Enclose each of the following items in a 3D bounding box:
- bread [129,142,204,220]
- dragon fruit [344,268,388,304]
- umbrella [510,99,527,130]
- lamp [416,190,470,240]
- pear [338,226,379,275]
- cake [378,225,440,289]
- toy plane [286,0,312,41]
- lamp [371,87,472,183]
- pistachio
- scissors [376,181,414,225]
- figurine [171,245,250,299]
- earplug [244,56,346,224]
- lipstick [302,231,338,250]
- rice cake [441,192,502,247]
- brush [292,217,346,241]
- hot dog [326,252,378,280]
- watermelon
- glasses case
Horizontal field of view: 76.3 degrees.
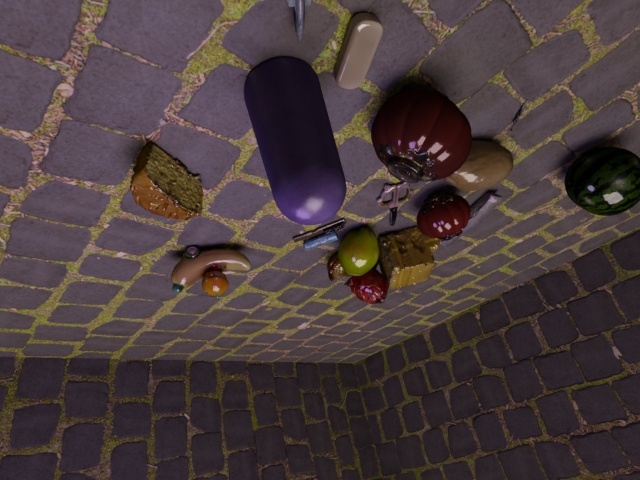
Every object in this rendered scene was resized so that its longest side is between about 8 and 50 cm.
[{"bbox_3d":[-0.493,-0.164,1.269,0.147,0.160,0.261,-16,154,20],"label":"bread"},{"bbox_3d":[0.231,0.215,1.943,0.172,0.210,0.172,-46,154,-30],"label":"dragon fruit"},{"bbox_3d":[0.687,-0.436,1.415,0.013,0.022,0.122,13,137,4],"label":"umbrella"},{"bbox_3d":[0.521,-0.097,1.719,0.227,0.226,0.226,-10,150,-6],"label":"lamp"},{"bbox_3d":[0.174,0.042,1.854,0.188,0.187,0.219,0,112,-22],"label":"pear"},{"bbox_3d":[0.436,0.078,1.969,0.286,0.222,0.227,-11,151,-5],"label":"cake"},{"bbox_3d":[-0.047,-0.556,0.863,0.213,0.088,0.267,-9,157,-6],"label":"toy plane"},{"bbox_3d":[0.301,-0.308,1.226,0.303,0.256,0.303,24,168,5],"label":"lamp"},{"bbox_3d":[0.565,-0.275,1.500,0.293,0.181,0.162,-5,-174,-8],"label":"pistachio"},{"bbox_3d":[0.314,-0.148,1.739,0.160,0.024,0.317,-14,150,-3],"label":"scissors"},{"bbox_3d":[-0.455,0.132,1.703,0.325,0.222,0.124,-7,147,-10],"label":"figurine"},{"bbox_3d":[-0.058,-0.238,1.017,0.215,0.455,0.215,-11,147,-7],"label":"earplug"},{"bbox_3d":[0.000,0.000,1.836,0.158,0.048,0.048,-21,149,13],"label":"lipstick"},{"bbox_3d":[0.697,-0.097,1.939,0.070,0.064,0.399,12,142,-21],"label":"rice cake"},{"bbox_3d":[-0.004,-0.035,1.788,0.248,0.036,0.043,-20,145,10],"label":"brush"},{"bbox_3d":[0.154,0.110,2.023,0.259,0.114,0.175,-14,145,-8],"label":"hot dog"},{"bbox_3d":[1.168,-0.242,1.675,0.285,0.285,0.285,-10,150,-6],"label":"watermelon"},{"bbox_3d":[0.095,-0.486,1.059,0.083,0.050,0.196,-3,149,-22],"label":"glasses case"}]
